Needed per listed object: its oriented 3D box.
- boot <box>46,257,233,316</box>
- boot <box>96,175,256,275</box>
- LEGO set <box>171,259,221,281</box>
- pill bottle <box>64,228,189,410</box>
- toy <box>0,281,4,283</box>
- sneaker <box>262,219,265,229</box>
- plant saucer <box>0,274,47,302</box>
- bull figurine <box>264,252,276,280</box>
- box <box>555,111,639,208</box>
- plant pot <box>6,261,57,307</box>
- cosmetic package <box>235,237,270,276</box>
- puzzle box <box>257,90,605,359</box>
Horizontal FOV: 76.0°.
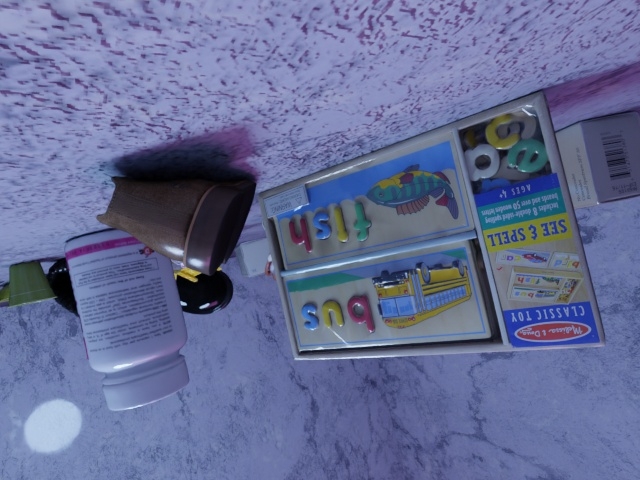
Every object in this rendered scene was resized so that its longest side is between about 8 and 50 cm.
[{"bbox_3d":[-0.406,0.115,0.960,0.348,0.131,0.260,8,-179,6],"label":"boot"},{"bbox_3d":[-0.145,-0.034,0.477,0.115,0.112,0.305,17,-179,-4],"label":"boot"},{"bbox_3d":[-0.317,0.016,0.884,0.287,0.107,0.132,-9,145,14],"label":"LEGO set"},{"bbox_3d":[-0.325,0.127,0.708,0.160,0.283,0.160,-13,178,0],"label":"pill bottle"},{"bbox_3d":[-0.921,0.180,1.077,0.237,0.056,0.137,-13,-159,37],"label":"toy"},{"bbox_3d":[-0.105,-0.032,0.991,0.075,0.057,0.161,-20,178,26],"label":"sneaker"},{"bbox_3d":[-0.802,0.129,1.171,0.188,0.045,0.188,-14,178,38],"label":"plant saucer"},{"bbox_3d":[0.000,0.000,1.002,0.310,0.101,0.188,-35,173,-10],"label":"bull figurine"},{"bbox_3d":[0.458,-0.125,0.815,0.121,0.147,0.311,-12,177,-11],"label":"box"},{"bbox_3d":[-0.577,0.085,0.810,0.083,0.079,0.083,-14,178,0],"label":"plant pot"},{"bbox_3d":[-0.297,0.081,1.851,0.129,0.153,0.296,-14,180,-16],"label":"cosmetic package"},{"bbox_3d":[0.105,0.016,0.542,0.409,0.272,0.052,-15,178,34],"label":"puzzle box"}]
